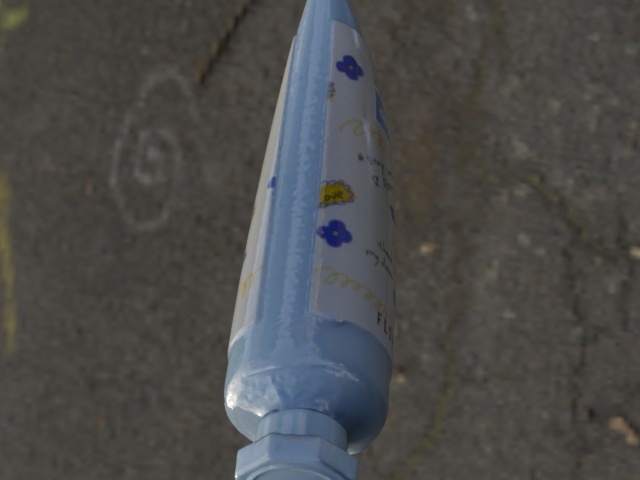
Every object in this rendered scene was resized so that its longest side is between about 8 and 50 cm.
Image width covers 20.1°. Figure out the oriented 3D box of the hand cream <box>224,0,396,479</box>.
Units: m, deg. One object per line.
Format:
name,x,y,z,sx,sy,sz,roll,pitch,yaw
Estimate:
hand cream,0.000,0.000,0.501,0.043,0.065,0.170,-5,47,10
